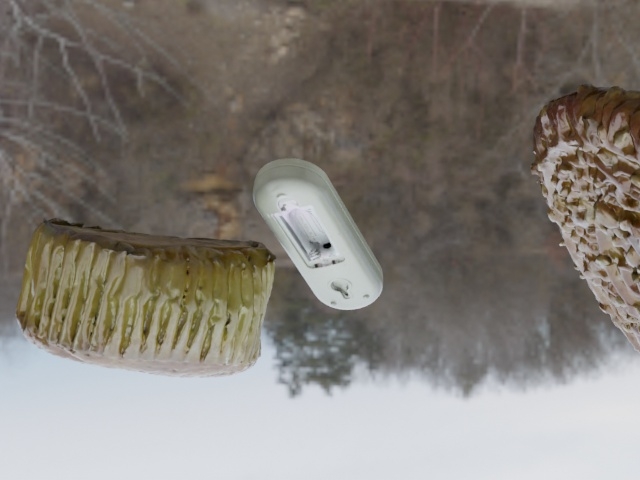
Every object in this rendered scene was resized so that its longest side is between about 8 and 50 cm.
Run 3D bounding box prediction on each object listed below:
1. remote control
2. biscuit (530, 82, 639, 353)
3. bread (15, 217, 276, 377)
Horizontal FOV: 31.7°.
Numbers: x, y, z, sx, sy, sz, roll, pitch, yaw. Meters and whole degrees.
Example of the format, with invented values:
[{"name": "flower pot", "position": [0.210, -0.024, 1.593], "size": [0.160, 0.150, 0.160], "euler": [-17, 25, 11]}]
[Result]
[{"name": "remote control", "position": [0.000, 0.000, 1.161], "size": [0.078, 0.042, 0.221], "euler": [-13, 135, 19]}, {"name": "biscuit", "position": [0.224, 0.038, 0.663], "size": [0.038, 0.305, 0.305], "euler": [-36, -176, -7]}, {"name": "bread", "position": [-0.178, 0.056, 1.156], "size": [0.253, 0.142, 0.227], "euler": [4, -170, -30]}]
